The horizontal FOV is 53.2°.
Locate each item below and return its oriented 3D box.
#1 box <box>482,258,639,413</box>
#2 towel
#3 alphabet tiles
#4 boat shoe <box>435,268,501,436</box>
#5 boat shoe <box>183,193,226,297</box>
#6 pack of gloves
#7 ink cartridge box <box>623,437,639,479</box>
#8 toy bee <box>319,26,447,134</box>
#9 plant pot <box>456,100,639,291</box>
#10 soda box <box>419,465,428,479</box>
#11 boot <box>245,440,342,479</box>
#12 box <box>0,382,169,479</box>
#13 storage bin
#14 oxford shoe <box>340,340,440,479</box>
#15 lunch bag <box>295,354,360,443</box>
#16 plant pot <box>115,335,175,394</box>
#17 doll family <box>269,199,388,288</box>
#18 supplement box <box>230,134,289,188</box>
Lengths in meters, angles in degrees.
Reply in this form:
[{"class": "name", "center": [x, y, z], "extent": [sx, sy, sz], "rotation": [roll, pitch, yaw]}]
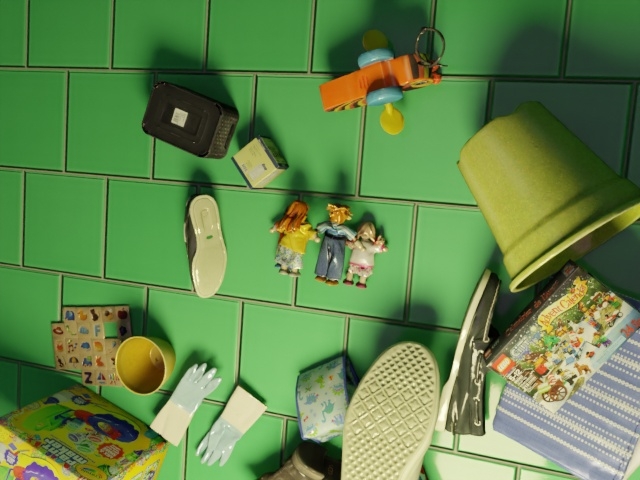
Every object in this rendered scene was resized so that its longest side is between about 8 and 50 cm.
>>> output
[{"class": "box", "center": [0.419, 0.169, 1.107], "extent": [0.159, 0.044, 0.233], "rotation": [35, 106, -9]}, {"class": "towel", "center": [0.477, 0.250, 1.160], "extent": [0.243, 0.040, 0.336], "rotation": [23, 96, 34]}, {"class": "alphabet tiles", "center": [-0.563, 0.261, 1.578], "extent": [0.237, 0.009, 0.198], "rotation": [-3, 94, 20]}, {"class": "boat shoe", "center": [0.309, 0.224, 1.210], "extent": [0.113, 0.127, 0.340], "rotation": [16, 101, 16]}, {"class": "boat shoe", "center": [-0.263, 0.011, 1.429], "extent": [0.079, 0.084, 0.233], "rotation": [14, 110, 56]}, {"class": "pack of gloves", "center": [-0.255, 0.398, 1.474], "extent": [0.195, 0.046, 0.232], "rotation": [36, 108, 1]}, {"class": "ink cartridge box", "center": [0.536, 0.261, 1.170], "extent": [0.239, 0.060, 0.275], "rotation": [43, 108, 30]}, {"class": "toy bee", "center": [0.150, -0.303, 1.226], "extent": [0.298, 0.162, 0.195], "rotation": [17, 110, 42]}, {"class": "plant pot", "center": [0.378, -0.089, 1.108], "extent": [0.276, 0.276, 0.254], "rotation": [-38, 70, 18]}, {"class": "soda box", "center": [0.176, 0.518, 1.301], "extent": [0.092, 0.083, 0.263], "rotation": [-22, 86, 19]}, {"class": "boot", "center": [-0.020, 0.551, 1.375], "extent": [0.263, 0.091, 0.229], "rotation": [37, 121, -6]}, {"class": "box", "center": [-0.555, 0.505, 1.452], "extent": [0.290, 0.279, 0.177], "rotation": [25, 102, 15]}, {"class": "storage bin", "center": [-0.285, -0.262, 1.398], "extent": [0.180, 0.084, 0.122], "rotation": [25, 102, 15]}, {"class": "oxford shoe", "center": [0.125, 0.412, 1.209], "extent": [0.169, 0.130, 0.449], "rotation": [10, 82, 23]}, {"class": "lunch bag", "center": [0.019, 0.330, 1.338], "extent": [0.128, 0.096, 0.151], "rotation": [-27, 56, 19]}, {"class": "plant pot", "center": [-0.388, 0.276, 1.471], "extent": [0.134, 0.095, 0.134], "rotation": [2, 96, 19]}, {"class": "doll family", "center": [0.000, 0.000, 1.301], "extent": [0.263, 0.118, 0.163], "rotation": [12, 98, 18]}, {"class": "supplement box", "center": [-0.129, -0.166, 1.366], "extent": [0.083, 0.056, 0.083], "rotation": [-35, 83, 18]}]
